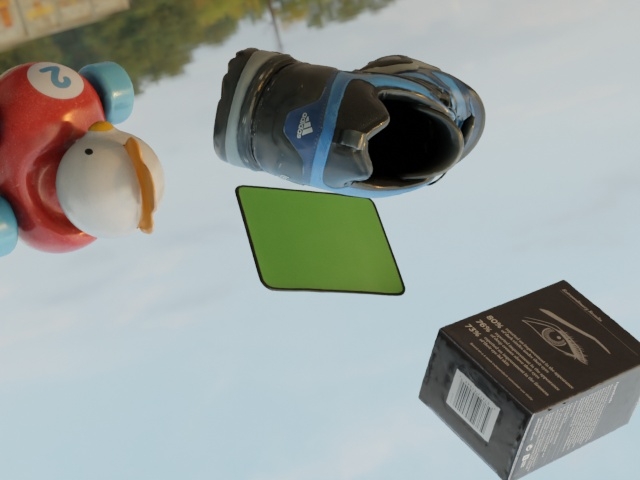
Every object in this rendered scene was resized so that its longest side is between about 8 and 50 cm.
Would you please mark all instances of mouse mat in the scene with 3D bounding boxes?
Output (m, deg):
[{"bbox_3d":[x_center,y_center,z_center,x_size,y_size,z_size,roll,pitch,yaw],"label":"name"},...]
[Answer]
[{"bbox_3d":[0.000,0.000,1.503,0.189,0.153,0.007,5,140,-29],"label":"mouse mat"}]

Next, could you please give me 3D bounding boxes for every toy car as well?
[{"bbox_3d":[-0.241,-0.083,1.363,0.238,0.210,0.219,7,-160,44],"label":"toy car"}]

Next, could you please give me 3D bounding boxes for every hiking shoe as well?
[{"bbox_3d":[0.055,-0.071,0.954,0.132,0.113,0.304,23,-162,31],"label":"hiking shoe"}]

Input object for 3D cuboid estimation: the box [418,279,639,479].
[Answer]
[{"bbox_3d":[0.238,0.150,1.427,0.207,0.108,0.153,-16,-136,-34],"label":"box"}]
